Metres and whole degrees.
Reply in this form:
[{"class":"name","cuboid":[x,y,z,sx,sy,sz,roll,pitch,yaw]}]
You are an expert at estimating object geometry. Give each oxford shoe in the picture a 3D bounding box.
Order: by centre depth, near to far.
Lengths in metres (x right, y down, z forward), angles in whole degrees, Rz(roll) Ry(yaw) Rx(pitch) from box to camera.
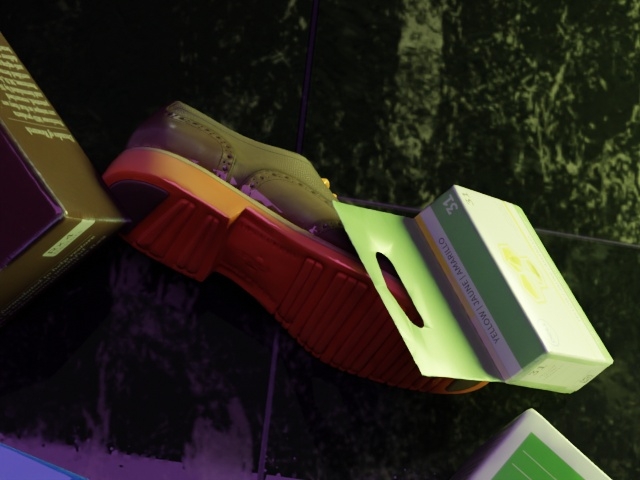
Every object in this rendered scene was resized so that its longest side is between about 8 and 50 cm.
[{"class":"oxford shoe","cuboid":[0.000,0.000,1.429,0.364,0.130,0.132,32,48,-7]}]

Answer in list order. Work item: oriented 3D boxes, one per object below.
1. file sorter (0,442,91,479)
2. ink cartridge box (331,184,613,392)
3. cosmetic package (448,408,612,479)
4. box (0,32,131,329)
[{"class":"file sorter","cuboid":[-0.259,0.222,1.302,0.170,0.104,0.118,23,67,-1]},{"class":"ink cartridge box","cuboid":[0.126,0.035,1.383,0.056,0.235,0.171,-39,62,23]},{"class":"cosmetic package","cuboid":[0.099,0.333,1.299,0.197,0.155,0.365,41,66,4]},{"class":"box","cuboid":[-0.343,-0.110,1.359,0.191,0.143,0.381,-38,77,13]}]
